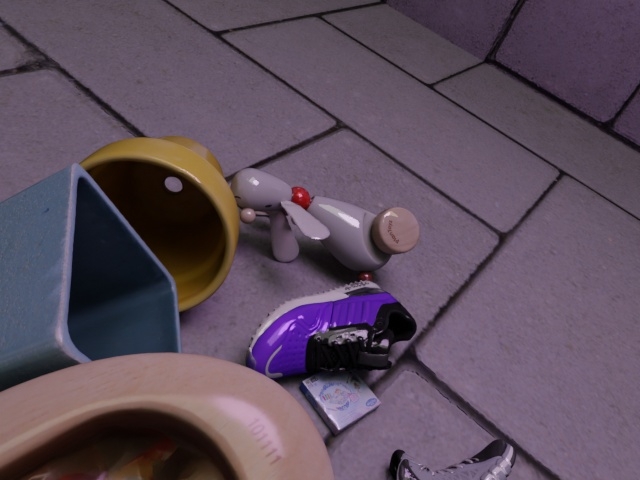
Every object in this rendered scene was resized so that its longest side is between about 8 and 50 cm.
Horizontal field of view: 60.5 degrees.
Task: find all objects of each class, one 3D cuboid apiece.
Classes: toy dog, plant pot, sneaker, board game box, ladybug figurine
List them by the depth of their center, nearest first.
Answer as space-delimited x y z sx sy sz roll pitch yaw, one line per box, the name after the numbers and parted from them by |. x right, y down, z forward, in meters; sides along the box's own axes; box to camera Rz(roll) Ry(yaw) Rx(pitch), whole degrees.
-0.194 0.267 0.404 0.449 0.162 0.305 -24 69 -30 | ladybug figurine
-0.323 0.114 0.615 0.252 0.247 0.247 -21 49 3 | plant pot
0.168 0.318 0.750 0.132 0.086 0.229 39 44 21 | sneaker
0.030 0.233 0.825 0.090 0.020 0.090 -18 53 -38 | board game box
0.034 0.149 0.826 0.293 0.102 0.146 -18 37 -37 | sneaker
-0.247 -0.051 0.855 0.254 0.254 0.239 15 25 -9 | plant pot
0.000 0.000 0.963 0.334 0.220 0.160 12 73 -2 | toy dog
